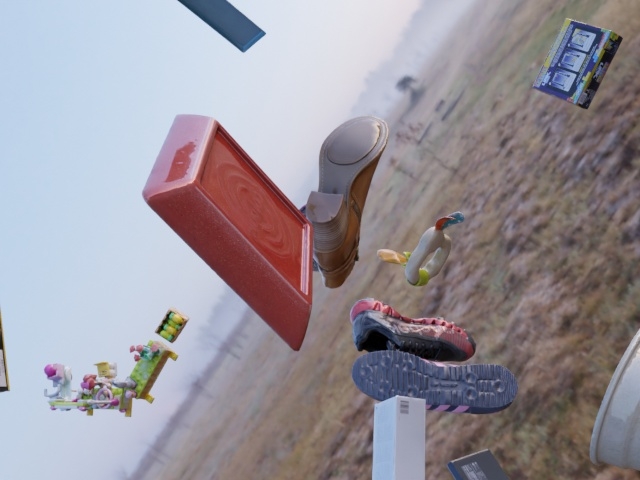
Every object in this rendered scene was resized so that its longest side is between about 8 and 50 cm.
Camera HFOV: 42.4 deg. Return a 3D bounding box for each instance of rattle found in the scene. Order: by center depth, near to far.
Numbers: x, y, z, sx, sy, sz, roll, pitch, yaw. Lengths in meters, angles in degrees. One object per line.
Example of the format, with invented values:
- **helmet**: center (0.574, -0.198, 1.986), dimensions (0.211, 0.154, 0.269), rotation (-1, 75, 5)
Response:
- **rattle**: center (0.212, -0.011, 1.756), dimensions (0.130, 0.143, 0.199), rotation (-15, -45, -21)

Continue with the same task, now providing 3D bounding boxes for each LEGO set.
- **LEGO set**: center (-0.335, 0.211, 1.319), dimensions (0.287, 0.132, 0.107), rotation (-28, -22, 19)

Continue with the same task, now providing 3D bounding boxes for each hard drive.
- **hard drive**: center (0.366, 0.537, 1.899), dimensions (0.135, 0.094, 0.022), rotation (-5, -41, -39)

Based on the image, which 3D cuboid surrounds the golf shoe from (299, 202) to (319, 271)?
- **golf shoe**: center (0.000, 0.000, 1.807), dimensions (0.067, 0.086, 0.186), rotation (-35, 39, 27)

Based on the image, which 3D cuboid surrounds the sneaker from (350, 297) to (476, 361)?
- **sneaker**: center (0.189, 0.216, 1.723), dimensions (0.135, 0.276, 0.097), rotation (-74, 0, -53)

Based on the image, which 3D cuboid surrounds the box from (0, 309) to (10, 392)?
- **box**: center (-0.710, 0.172, 1.439), dimensions (0.322, 0.257, 0.079), rotation (-16, -13, 15)

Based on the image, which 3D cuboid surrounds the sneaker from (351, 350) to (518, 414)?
- **sneaker**: center (0.220, 0.296, 1.632), dimensions (0.131, 0.319, 0.112), rotation (81, -161, -64)

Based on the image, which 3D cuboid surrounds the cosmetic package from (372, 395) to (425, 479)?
- **cosmetic package**: center (0.129, 0.384, 1.359), dimensions (0.099, 0.060, 0.239), rotation (138, 139, -63)

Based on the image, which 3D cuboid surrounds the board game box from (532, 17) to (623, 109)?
- **board game box**: center (0.569, -0.393, 1.833), dimensions (0.141, 0.048, 0.170), rotation (42, 112, 51)

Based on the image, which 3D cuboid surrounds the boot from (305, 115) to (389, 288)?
- **boot**: center (0.055, -0.067, 1.503), dimensions (0.220, 0.109, 0.283), rotation (79, -154, -54)

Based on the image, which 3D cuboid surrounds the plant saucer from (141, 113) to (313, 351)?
- **plant saucer**: center (-0.089, -0.029, 1.002), dimensions (0.048, 0.259, 0.258), rotation (-34, 23, 17)

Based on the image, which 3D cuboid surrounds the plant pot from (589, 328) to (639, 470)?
- **plant pot**: center (0.748, 0.357, 1.620), dimensions (0.334, 0.305, 0.334), rotation (-32, -47, -42)

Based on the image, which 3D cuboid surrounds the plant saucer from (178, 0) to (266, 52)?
- **plant saucer**: center (-0.192, -0.429, 1.545), dimensions (0.067, 0.192, 0.018), rotation (-32, 42, 31)
